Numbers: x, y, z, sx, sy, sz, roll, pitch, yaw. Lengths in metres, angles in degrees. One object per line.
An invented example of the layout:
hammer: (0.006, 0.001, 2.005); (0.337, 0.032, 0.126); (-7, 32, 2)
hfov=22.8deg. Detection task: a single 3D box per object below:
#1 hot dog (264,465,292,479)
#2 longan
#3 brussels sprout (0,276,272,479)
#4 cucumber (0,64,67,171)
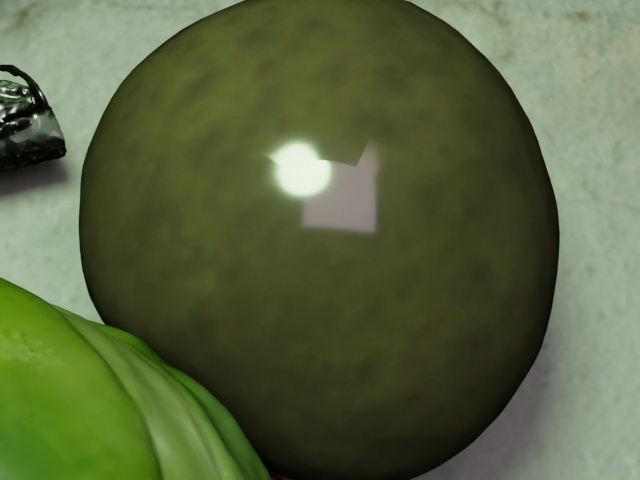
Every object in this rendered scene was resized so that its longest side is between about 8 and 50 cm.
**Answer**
hot dog: (-0.068, 0.127, 0.818); (0.122, 0.037, 0.049); (-19, 72, -17)
longan: (0.000, 0.000, 0.782); (0.248, 0.248, 0.248); (3, 70, -9)
brussels sprout: (-0.167, 0.157, 0.662); (0.371, 0.276, 0.315); (41, 109, 10)
cucumber: (-0.258, -0.031, 0.827); (0.245, 0.067, 0.067); (-20, 76, -15)
